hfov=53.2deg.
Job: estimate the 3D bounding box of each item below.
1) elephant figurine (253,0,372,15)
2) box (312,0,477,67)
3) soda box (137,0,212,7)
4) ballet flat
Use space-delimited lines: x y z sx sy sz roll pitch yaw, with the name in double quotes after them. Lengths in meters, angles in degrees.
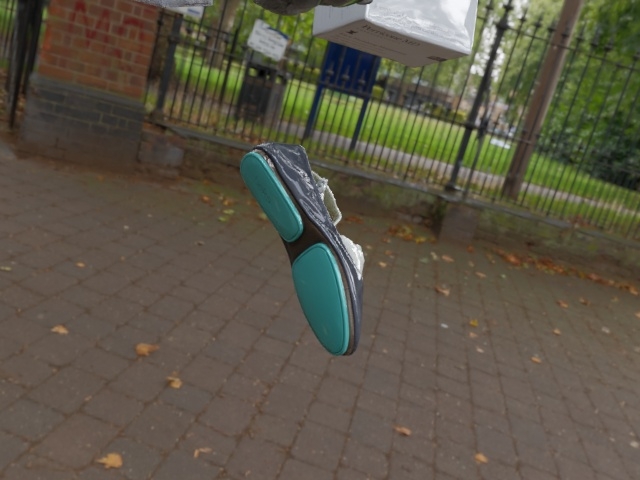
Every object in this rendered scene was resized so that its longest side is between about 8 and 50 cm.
-0.001 -0.296 0.446 0.169 0.240 0.186 -29 15 -34 "elephant figurine"
0.102 -0.339 0.828 0.180 0.182 0.119 6 1 -32 "box"
-0.287 -0.439 1.021 0.091 0.098 0.286 -19 35 -39 "soda box"
0.000 0.000 0.569 0.074 0.074 0.203 -10 71 -63 "ballet flat"
